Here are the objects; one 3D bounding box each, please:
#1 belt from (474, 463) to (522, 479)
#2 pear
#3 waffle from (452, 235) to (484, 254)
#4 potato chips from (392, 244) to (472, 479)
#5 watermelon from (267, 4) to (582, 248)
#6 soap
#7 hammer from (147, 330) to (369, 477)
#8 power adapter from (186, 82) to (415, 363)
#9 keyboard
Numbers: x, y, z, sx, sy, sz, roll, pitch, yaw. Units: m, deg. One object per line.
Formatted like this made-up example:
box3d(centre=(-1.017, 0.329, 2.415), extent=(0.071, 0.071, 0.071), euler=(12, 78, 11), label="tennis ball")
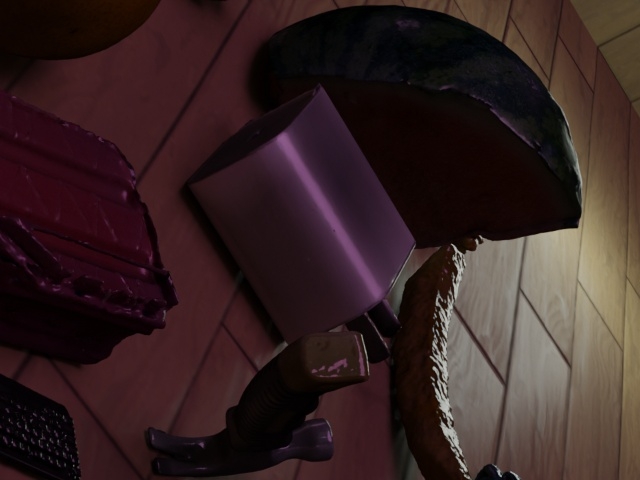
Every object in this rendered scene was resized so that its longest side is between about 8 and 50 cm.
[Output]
box3d(centre=(0.205, 0.324, 1.778), extent=(0.065, 0.100, 0.179), euler=(41, 16, -40), label="belt")
box3d(centre=(-0.207, -0.251, 1.331), extent=(0.209, 0.209, 0.209), euler=(47, 28, -34), label="pear")
box3d(centre=(0.136, -0.092, 2.087), extent=(0.231, 0.051, 0.228), euler=(56, 24, -15), label="waffle")
box3d(centre=(0.120, 0.143, 1.770), extent=(0.407, 0.080, 0.057), euler=(-88, 160, -52), label="potato chips")
box3d(centre=(0.094, -0.150, 1.790), extent=(0.222, 0.292, 0.319), euler=(25, 52, -62), label="watermelon")
box3d(centre=(-0.221, -0.020, 1.182), extent=(0.250, 0.099, 0.162), euler=(27, 42, -56), label="soap")
box3d(centre=(-0.036, 0.130, 1.268), extent=(0.159, 0.226, 0.041), euler=(-4, 67, -24), label="hammer")
box3d(centre=(0.000, 0.000, 1.606), extent=(0.255, 0.124, 0.187), euler=(59, 25, -12), label="power adapter")
box3d(centre=(-0.230, 0.109, 1.131), extent=(0.196, 0.015, 0.074), euler=(38, 33, -46), label="keyboard")
